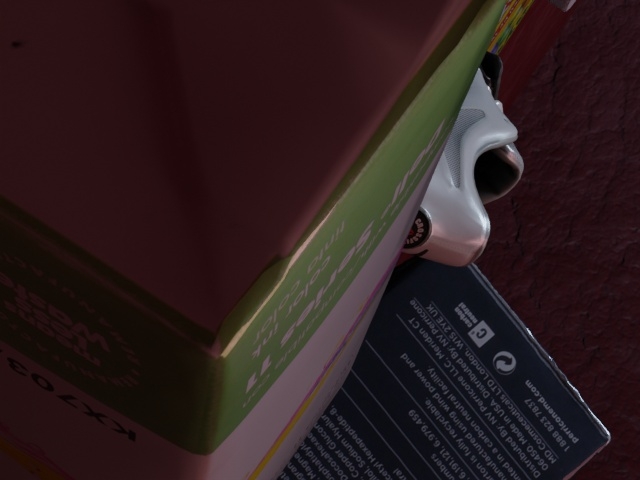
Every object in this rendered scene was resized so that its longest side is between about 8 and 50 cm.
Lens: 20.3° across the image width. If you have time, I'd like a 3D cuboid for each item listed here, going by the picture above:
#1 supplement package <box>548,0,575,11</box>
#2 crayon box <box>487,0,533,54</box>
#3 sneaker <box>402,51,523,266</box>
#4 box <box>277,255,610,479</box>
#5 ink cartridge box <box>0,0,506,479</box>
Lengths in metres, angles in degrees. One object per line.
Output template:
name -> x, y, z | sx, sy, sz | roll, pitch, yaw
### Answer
supplement package -> 0.081, -0.213, 0.836 | 0.105, 0.179, 0.105 | -52, 172, -32
crayon box -> 0.128, -0.210, 1.549 | 0.202, 0.081, 0.318 | -57, 173, 5
sneaker -> 0.072, -0.088, 1.268 | 0.122, 0.146, 0.330 | -54, -166, 35
box -> -0.011, 0.215, 1.467 | 0.395, 0.212, 0.293 | -40, -179, -16
ink cartridge box -> -0.092, -0.002, 0.534 | 0.119, 0.207, 0.353 | -54, 172, -23
